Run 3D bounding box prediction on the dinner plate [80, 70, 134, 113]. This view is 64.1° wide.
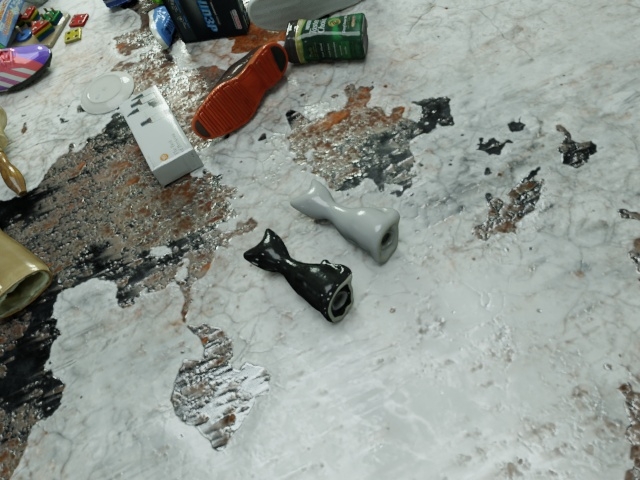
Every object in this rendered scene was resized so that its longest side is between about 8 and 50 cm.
[{"bbox_3d":[-0.523,-0.366,1.247,0.141,0.017,0.141,-6,61,11],"label":"dinner plate"}]

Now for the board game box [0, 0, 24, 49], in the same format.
[{"bbox_3d":[-0.895,-0.601,1.419,0.136,0.035,0.201,-11,62,28],"label":"board game box"}]

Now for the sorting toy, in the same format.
[{"bbox_3d":[-0.777,-0.595,1.415,0.275,0.046,0.132,5,62,15],"label":"sorting toy"}]

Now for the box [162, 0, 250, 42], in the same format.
[{"bbox_3d":[-0.281,-0.577,1.192,0.175,0.220,0.051,-4,58,9],"label":"box"}]

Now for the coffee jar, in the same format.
[{"bbox_3d":[0.011,-0.447,1.135,0.185,0.079,0.096,-1,61,13],"label":"coffee jar"}]

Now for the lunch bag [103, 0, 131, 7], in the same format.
[{"bbox_3d":[-0.555,-0.685,1.407,0.099,0.065,0.067,-19,43,3],"label":"lunch bag"}]

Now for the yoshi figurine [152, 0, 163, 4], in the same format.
[{"bbox_3d":[-0.419,-0.744,1.328,0.362,0.203,0.203,22,67,25],"label":"yoshi figurine"}]

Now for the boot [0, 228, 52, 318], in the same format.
[{"bbox_3d":[-0.694,0.067,0.998,0.270,0.089,0.236,36,74,26],"label":"boot"}]

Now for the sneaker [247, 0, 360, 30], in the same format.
[{"bbox_3d":[-0.052,-0.612,1.235,0.293,0.108,0.169,-19,56,-10],"label":"sneaker"}]

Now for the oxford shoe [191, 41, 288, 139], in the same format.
[{"bbox_3d":[-0.185,-0.324,1.118,0.271,0.097,0.098,-48,38,-16],"label":"oxford shoe"}]

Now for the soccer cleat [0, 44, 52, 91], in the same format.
[{"bbox_3d":[-0.849,-0.438,1.300,0.318,0.116,0.108,-20,59,1],"label":"soccer cleat"}]

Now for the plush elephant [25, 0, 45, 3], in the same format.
[{"bbox_3d":[-0.896,-0.842,1.483,0.271,0.256,0.330,-65,21,18],"label":"plush elephant"}]

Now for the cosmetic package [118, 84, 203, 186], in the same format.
[{"bbox_3d":[-0.349,-0.231,1.104,0.099,0.060,0.239,-32,59,-5],"label":"cosmetic package"}]

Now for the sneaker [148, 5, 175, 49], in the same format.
[{"bbox_3d":[-0.383,-0.551,1.294,0.085,0.058,0.152,-26,52,7],"label":"sneaker"}]

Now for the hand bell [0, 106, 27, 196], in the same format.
[{"bbox_3d":[-0.726,-0.190,1.159,0.126,0.126,0.242,-38,73,-10],"label":"hand bell"}]

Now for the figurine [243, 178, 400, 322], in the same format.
[{"bbox_3d":[0.000,0.000,0.885,0.210,0.092,0.215,30,70,30],"label":"figurine"}]
